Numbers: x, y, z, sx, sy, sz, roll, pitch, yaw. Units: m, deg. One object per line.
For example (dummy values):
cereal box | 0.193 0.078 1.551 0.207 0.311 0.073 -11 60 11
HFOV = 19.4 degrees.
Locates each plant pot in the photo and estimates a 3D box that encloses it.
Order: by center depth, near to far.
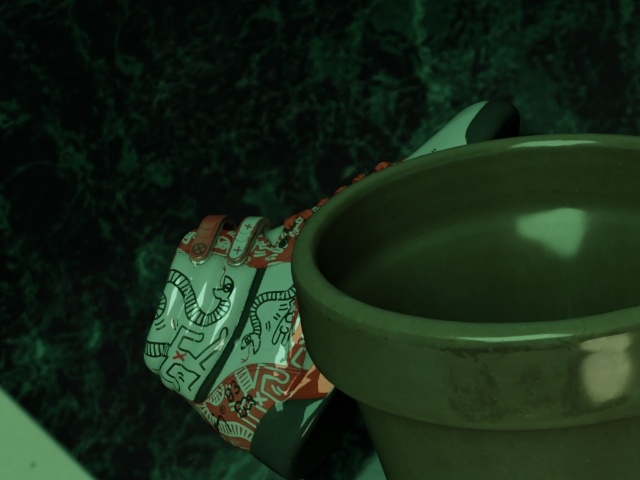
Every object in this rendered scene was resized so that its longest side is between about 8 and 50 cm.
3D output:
plant pot | 0.127 0.092 1.006 0.263 0.263 0.229 0 113 19

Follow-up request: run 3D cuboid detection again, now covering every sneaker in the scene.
sneaker | -0.001 0.000 1.163 0.145 0.090 0.270 33 91 21
